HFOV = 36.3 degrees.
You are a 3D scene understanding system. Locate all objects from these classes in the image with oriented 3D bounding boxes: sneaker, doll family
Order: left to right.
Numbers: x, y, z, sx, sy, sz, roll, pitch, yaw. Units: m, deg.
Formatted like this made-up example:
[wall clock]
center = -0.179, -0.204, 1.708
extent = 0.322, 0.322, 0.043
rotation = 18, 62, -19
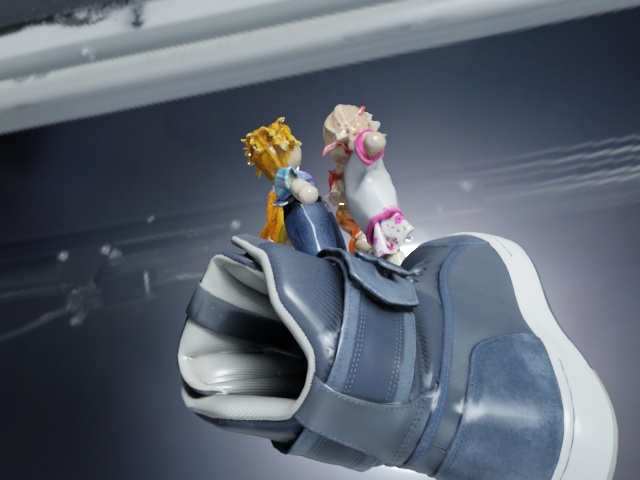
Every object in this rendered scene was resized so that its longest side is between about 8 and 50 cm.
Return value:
[doll family]
center = 0.000, 0.000, 0.701
extent = 0.118, 0.163, 0.263
rotation = -22, -18, -3
[sneaker]
center = 0.020, 0.033, 0.449
extent = 0.163, 0.226, 0.086
rotation = 15, -75, -11
